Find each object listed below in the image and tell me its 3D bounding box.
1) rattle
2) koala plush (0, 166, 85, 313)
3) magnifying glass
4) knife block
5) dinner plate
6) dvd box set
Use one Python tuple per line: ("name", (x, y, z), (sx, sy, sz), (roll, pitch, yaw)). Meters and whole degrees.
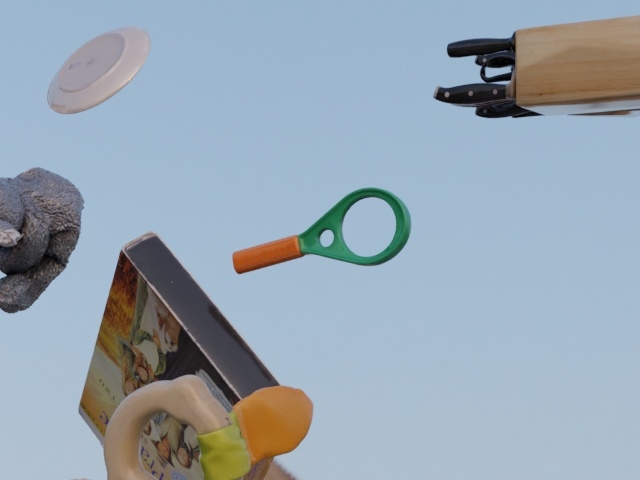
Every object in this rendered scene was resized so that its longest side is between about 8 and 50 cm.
("rattle", (-0.123, 0.185, 1.224), (0.199, 0.130, 0.143), (-46, 1, 29))
("koala plush", (-0.466, -0.034, 2.137), (0.203, 0.196, 0.221), (-41, -23, 6))
("magnifying glass", (0.000, 0.000, 1.771), (0.231, 0.092, 0.026), (-15, -14, 21))
("knife block", (0.265, -0.190, 1.635), (0.242, 0.088, 0.276), (0, -3, -14))
("dinner plate", (-0.258, -0.200, 1.698), (0.141, 0.141, 0.017), (-17, -49, 24))
("dvd box set", (-0.191, 0.224, 1.968), (0.062, 0.307, 0.420), (-28, -22, -33))
